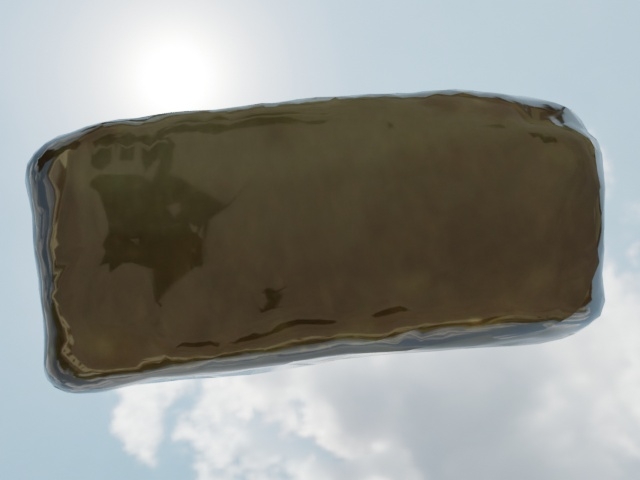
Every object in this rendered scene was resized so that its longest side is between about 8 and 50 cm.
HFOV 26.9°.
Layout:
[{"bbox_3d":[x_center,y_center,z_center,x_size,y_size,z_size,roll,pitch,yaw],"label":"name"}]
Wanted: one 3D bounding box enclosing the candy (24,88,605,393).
[{"bbox_3d":[0.000,0.000,0.552,0.233,0.102,0.104,-7,-98,0],"label":"candy"}]
